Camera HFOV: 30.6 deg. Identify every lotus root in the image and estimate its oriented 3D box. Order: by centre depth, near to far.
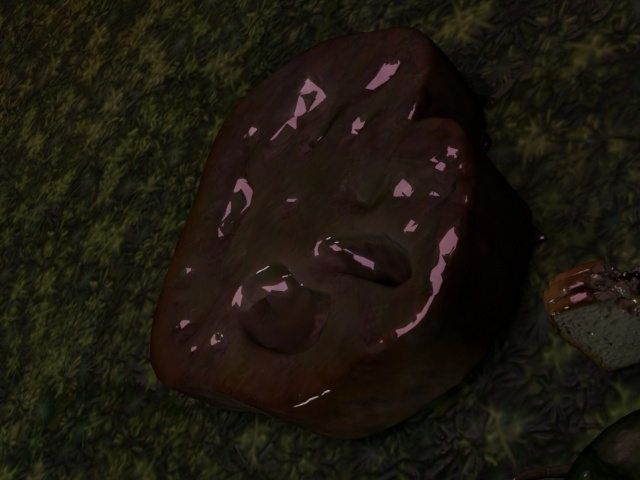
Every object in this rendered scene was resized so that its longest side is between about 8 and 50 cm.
[{"bbox_3d":[0.000,0.000,1.009,0.375,0.111,0.390,-46,40,15],"label":"lotus root"}]

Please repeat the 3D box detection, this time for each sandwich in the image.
[{"bbox_3d":[0.201,0.045,0.770,0.093,0.105,0.036,-28,47,36],"label":"sandwich"}]

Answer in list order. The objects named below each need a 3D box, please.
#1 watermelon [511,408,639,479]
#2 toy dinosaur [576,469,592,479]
[{"bbox_3d":[0.208,0.172,0.615,0.188,0.188,0.214,-55,21,2],"label":"watermelon"},{"bbox_3d":[0.037,0.257,0.709,0.301,0.087,0.447,-124,49,-58],"label":"toy dinosaur"}]
